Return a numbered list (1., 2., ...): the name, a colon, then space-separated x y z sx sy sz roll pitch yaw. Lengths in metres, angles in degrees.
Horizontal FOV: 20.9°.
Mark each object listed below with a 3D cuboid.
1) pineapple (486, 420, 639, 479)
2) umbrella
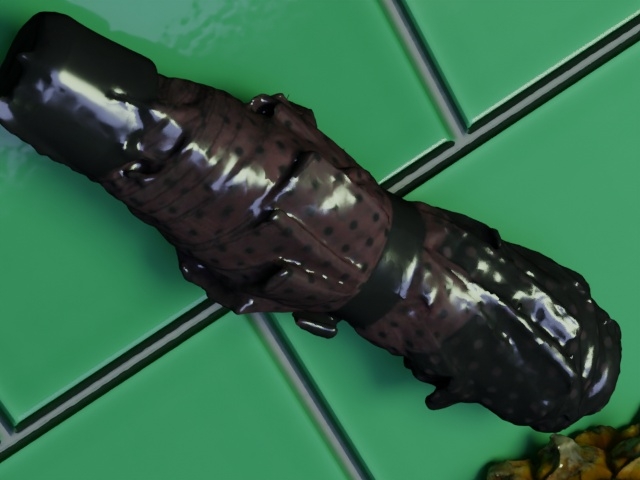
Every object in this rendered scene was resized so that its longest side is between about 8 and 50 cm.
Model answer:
1. pineapple: 0.172 0.145 0.878 0.233 0.079 0.135 16 110 -29
2. umbrella: 0.000 0.000 0.758 0.326 0.090 0.094 27 101 -25
